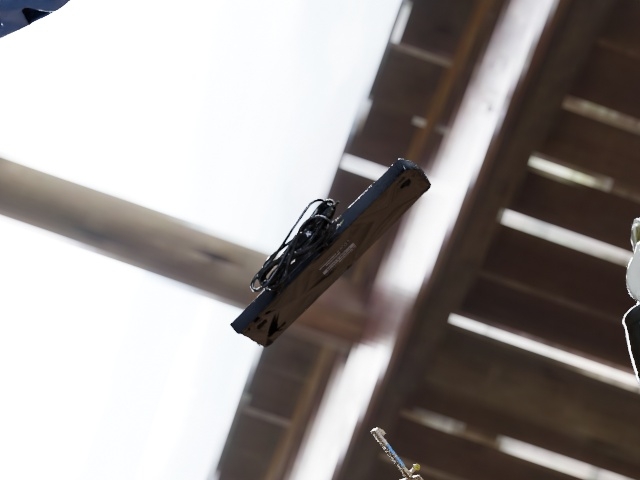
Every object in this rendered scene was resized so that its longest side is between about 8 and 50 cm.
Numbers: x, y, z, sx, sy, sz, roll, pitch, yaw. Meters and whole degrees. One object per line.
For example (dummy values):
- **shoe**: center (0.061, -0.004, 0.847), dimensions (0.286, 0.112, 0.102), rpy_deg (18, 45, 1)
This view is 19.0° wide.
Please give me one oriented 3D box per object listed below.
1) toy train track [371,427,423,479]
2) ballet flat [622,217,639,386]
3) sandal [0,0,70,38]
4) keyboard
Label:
- **toy train track**: center (0.077, 0.203, 1.742), dimensions (0.014, 0.083, 0.048), rpy_deg (-39, 3, -24)
- **ballet flat**: center (0.285, 0.026, 1.481), dimensions (0.095, 0.096, 0.280), rpy_deg (-27, 12, 22)
- **sandal**: center (-0.308, -0.205, 1.646), dimensions (0.317, 0.126, 0.138), rpy_deg (-37, 12, 32)
- **keyboard**: center (0.000, 0.000, 1.494), dimensions (0.192, 0.038, 0.100), rpy_deg (-45, -21, 1)
